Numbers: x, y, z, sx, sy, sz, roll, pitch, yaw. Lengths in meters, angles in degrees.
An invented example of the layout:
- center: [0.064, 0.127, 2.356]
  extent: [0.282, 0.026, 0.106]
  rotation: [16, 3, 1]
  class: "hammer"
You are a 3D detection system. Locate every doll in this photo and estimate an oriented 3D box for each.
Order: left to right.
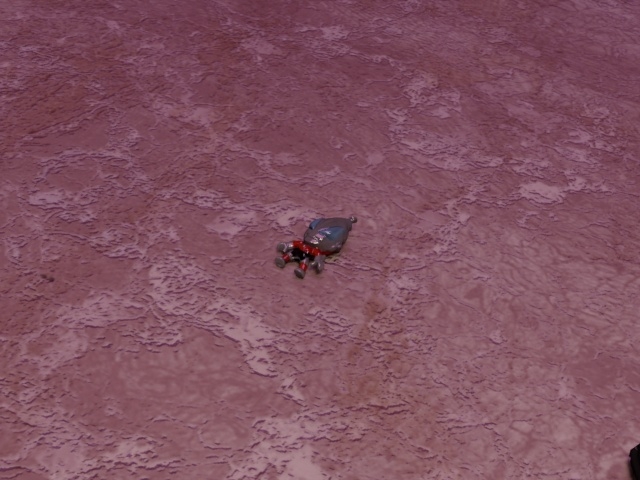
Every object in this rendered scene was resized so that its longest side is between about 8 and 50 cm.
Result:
- center: [0.000, -0.001, 1.341]
  extent: [0.114, 0.039, 0.057]
  rotation: [-39, 22, -33]
  class: "doll"

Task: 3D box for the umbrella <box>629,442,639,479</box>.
- center: [0.299, 0.269, 0.988]
  extent: [0.118, 0.118, 0.340]
  rotation: [8, 24, -1]
  class: "umbrella"
